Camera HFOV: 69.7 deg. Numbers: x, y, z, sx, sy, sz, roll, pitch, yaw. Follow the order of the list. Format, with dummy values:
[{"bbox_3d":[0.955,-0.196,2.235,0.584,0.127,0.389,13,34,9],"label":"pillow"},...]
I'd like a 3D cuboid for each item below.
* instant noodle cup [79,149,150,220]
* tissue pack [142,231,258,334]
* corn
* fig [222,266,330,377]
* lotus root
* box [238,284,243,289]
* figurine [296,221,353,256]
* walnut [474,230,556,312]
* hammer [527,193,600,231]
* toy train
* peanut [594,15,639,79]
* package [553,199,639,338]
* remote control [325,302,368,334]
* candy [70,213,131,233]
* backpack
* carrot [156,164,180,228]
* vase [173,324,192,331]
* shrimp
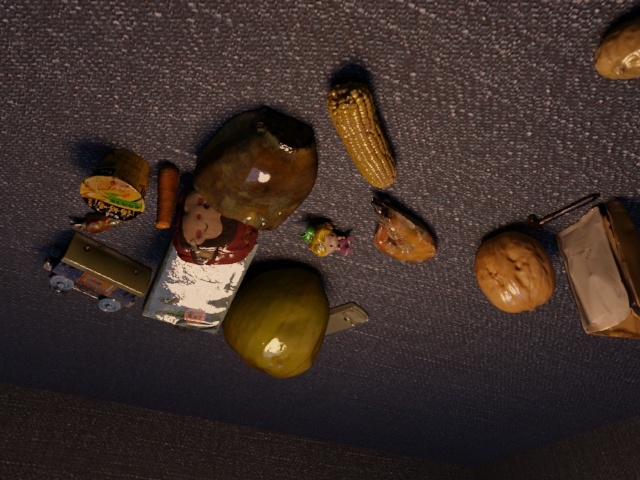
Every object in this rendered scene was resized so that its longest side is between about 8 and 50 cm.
[{"bbox_3d":[-0.494,-0.142,1.130,0.151,0.122,0.151,1,141,0],"label":"instant noodle cup"},{"bbox_3d":[-0.344,0.094,1.312,0.227,0.103,0.316,21,103,-24],"label":"tissue pack"},{"bbox_3d":[0.100,-0.221,1.003,0.101,0.101,0.292,-14,141,21],"label":"corn"},{"bbox_3d":[-0.127,0.238,1.422,0.343,0.344,0.343,2,141,2],"label":"fig"},{"bbox_3d":[-0.121,-0.154,1.067,0.267,0.149,0.260,27,137,-31],"label":"lotus root"},{"bbox_3d":[-0.246,0.210,1.598,0.243,0.055,0.103,20,138,-19],"label":"box"},{"bbox_3d":[0.000,0.000,1.294,0.156,0.095,0.115,9,166,-35],"label":"figurine"},{"bbox_3d":[0.526,0.087,1.250,0.195,0.222,0.195,-18,158,-8],"label":"walnut"},{"bbox_3d":[0.631,-0.076,1.194,0.065,0.021,0.178,34,132,-31],"label":"hammer"},{"bbox_3d":[-0.705,0.108,1.463,0.202,0.131,0.299,-35,128,29],"label":"toy train"},{"bbox_3d":[0.609,-0.358,0.776,0.263,0.117,0.101,-26,152,28],"label":"peanut"},{"bbox_3d":[0.748,0.067,1.129,0.221,0.311,0.165,5,144,1],"label":"package"},{"bbox_3d":[0.035,0.299,1.705,0.285,0.038,0.123,-25,134,29],"label":"remote control"},{"bbox_3d":[-0.634,-0.049,1.316,0.181,0.047,0.053,-7,142,10],"label":"candy"},{"bbox_3d":[-0.263,-0.032,1.174,0.229,0.229,0.139,18,160,-17],"label":"backpack"},{"bbox_3d":[-0.378,-0.108,1.132,0.055,0.162,0.055,-2,162,-1],"label":"carrot"},{"bbox_3d":[-0.448,0.205,1.555,0.251,0.156,0.301,37,144,2],"label":"vase"},{"bbox_3d":[0.203,-0.021,1.270,0.164,0.062,0.317,-21,138,32],"label":"shrimp"}]
